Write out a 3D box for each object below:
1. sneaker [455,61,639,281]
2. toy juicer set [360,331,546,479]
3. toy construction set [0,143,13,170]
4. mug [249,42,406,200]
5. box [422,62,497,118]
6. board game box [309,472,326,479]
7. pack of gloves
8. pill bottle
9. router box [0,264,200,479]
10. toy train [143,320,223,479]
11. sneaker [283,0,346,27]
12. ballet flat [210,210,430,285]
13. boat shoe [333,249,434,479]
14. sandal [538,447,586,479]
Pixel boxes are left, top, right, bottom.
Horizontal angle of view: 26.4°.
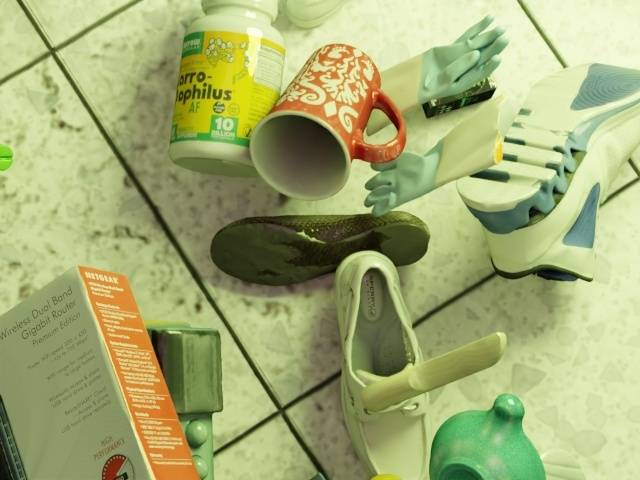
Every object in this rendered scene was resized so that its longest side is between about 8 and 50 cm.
[{"bbox_3d":[0.270,-0.059,1.532,0.127,0.182,0.315,19,46,38],"label":"sneaker"},{"bbox_3d":[0.139,0.242,1.438,0.209,0.089,0.329,-2,105,36],"label":"toy juicer set"},{"bbox_3d":[-0.474,-0.058,1.469,0.327,0.151,0.215,-38,126,-14],"label":"toy construction set"},{"bbox_3d":[0.017,-0.128,1.508,0.150,0.113,0.169,29,41,-3],"label":"mug"},{"bbox_3d":[0.154,-0.186,1.580,0.083,0.052,0.062,-17,81,-3],"label":"box"},{"bbox_3d":[-0.011,0.364,1.416,0.165,0.243,0.042,-37,43,-6],"label":"board game box"},{"bbox_3d":[0.133,-0.129,1.487,0.046,0.232,0.195,24,62,-30],"label":"pack of gloves"},{"bbox_3d":[-0.102,-0.184,1.540,0.117,0.117,0.208,7,82,0],"label":"pill bottle"},{"bbox_3d":[-0.293,0.237,1.367,0.335,0.082,0.301,-33,67,22],"label":"router box"},{"bbox_3d":[-0.193,0.232,1.433,0.190,0.142,0.334,-7,80,38],"label":"toy train"},{"bbox_3d":[0.046,-0.333,1.578,0.080,0.094,0.212,45,83,6],"label":"sneaker"},{"bbox_3d":[0.000,0.000,1.552,0.250,0.058,0.084,-6,117,3],"label":"ballet flat"},{"bbox_3d":[0.067,0.151,1.491,0.098,0.096,0.277,-13,95,-3],"label":"boat shoe"},{"bbox_3d":[0.261,0.354,1.491,0.102,0.076,0.265,-10,93,-29],"label":"sandal"}]
